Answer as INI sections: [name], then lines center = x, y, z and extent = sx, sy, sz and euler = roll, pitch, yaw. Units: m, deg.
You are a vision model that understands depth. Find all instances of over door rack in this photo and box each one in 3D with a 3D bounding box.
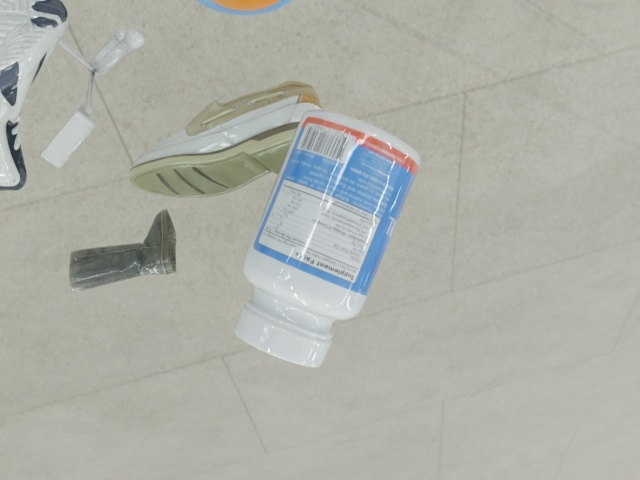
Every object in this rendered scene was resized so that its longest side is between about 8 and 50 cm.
[over door rack]
center = -0.310, -0.240, 0.658
extent = 0.108, 0.324, 0.239
euler = -43, 119, 16

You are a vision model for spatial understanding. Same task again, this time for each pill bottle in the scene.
[pill bottle]
center = 0.000, 0.000, 0.613
extent = 0.124, 0.124, 0.221
euler = 22, 91, -38

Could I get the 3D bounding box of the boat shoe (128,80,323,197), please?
[boat shoe]
center = -0.133, -0.139, 0.916
extent = 0.302, 0.103, 0.113
euler = -11, 157, 17

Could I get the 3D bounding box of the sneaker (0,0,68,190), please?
[sneaker]
center = -0.324, -0.125, 0.631
extent = 0.094, 0.235, 0.153
euler = 25, 158, 5

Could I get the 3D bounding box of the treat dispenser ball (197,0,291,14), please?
[treat dispenser ball]
center = -0.126, -0.510, 1.024
extent = 0.288, 0.288, 0.288
euler = -11, 139, -9

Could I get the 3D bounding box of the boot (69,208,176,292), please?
[boot]
center = -0.412, 0.020, 1.346
extent = 0.208, 0.189, 0.076
euler = -13, 132, 1
